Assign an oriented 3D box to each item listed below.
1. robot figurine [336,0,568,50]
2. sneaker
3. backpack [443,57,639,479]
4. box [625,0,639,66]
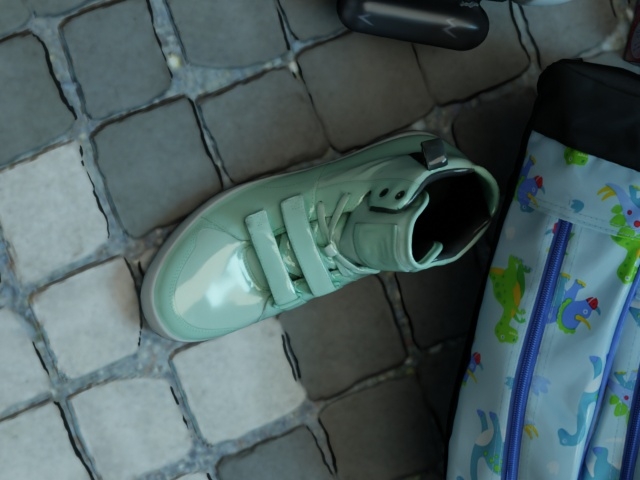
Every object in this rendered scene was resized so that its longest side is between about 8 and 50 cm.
[{"bbox_3d":[0.088,-0.255,1.283,0.278,0.209,0.173,11,60,-17],"label":"robot figurine"},{"bbox_3d":[0.000,-0.001,1.303,0.256,0.151,0.094,-28,106,-10],"label":"sneaker"},{"bbox_3d":[0.217,0.083,1.325,0.273,0.290,0.355,34,102,26],"label":"backpack"},{"bbox_3d":[0.376,-0.157,1.409,0.257,0.128,0.122,13,93,-17],"label":"box"}]
